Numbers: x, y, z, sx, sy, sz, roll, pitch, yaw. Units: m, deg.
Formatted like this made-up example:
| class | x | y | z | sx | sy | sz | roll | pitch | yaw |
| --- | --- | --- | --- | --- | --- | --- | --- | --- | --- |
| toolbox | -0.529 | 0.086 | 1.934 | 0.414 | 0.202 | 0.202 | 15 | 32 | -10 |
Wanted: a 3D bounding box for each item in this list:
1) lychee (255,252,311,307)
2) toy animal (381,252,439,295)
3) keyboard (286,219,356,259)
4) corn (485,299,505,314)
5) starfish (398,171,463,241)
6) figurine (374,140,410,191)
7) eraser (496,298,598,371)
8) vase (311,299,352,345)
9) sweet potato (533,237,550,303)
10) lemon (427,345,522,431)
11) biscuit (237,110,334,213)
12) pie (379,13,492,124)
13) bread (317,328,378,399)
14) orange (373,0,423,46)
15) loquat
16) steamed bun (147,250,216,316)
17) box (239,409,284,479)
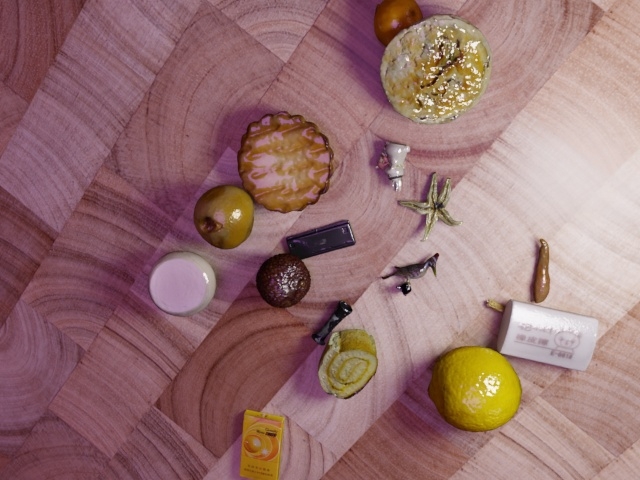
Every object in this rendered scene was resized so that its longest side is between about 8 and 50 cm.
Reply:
| class | x | y | z | sx | sy | sz | roll | pitch | yaw |
| --- | --- | --- | --- | --- | --- | --- | --- | --- | --- |
| lychee | -0.124 | 0.133 | 1.801 | 0.195 | 0.194 | 0.194 | 2 | 103 | 10 |
| toy animal | 0.305 | 0.104 | 1.769 | 0.202 | 0.070 | 0.105 | -37 | 75 | 20 |
| keyboard | 0.000 | 0.000 | 1.823 | 0.230 | 0.025 | 0.093 | -15 | 101 | 14 |
| corn | 0.573 | 0.217 | 1.762 | 0.083 | 0.027 | 0.028 | 31 | 110 | 1 |
| starfish | 0.353 | -0.103 | 1.720 | 0.217 | 0.050 | 0.223 | 18 | 94 | 13 |
| figurine | 0.228 | -0.236 | 1.713 | 0.098 | 0.081 | 0.146 | 32 | 119 | 48 |
| eraser | 0.710 | 0.297 | 1.706 | 0.270 | 0.095 | 0.174 | 13 | 97 | 4 |
| vase | 0.039 | 0.285 | 1.863 | 0.059 | 0.059 | 0.167 | 38 | 107 | 1 |
| sweet potato | 0.695 | 0.095 | 1.697 | 0.050 | 0.050 | 0.214 | 1 | 104 | 11 |
| lemon | 0.485 | 0.466 | 1.711 | 0.293 | 0.293 | 0.292 | 2 | 103 | 10 |
| biscuit | -0.109 | -0.251 | 1.748 | 0.326 | 0.107 | 0.325 | 3 | 103 | 14 |
| pie | 0.336 | -0.482 | 1.562 | 0.339 | 0.077 | 0.339 | -1 | 127 | -1 |
| bread | 0.085 | 0.421 | 1.845 | 0.186 | 0.124 | 0.257 | 24 | 115 | -4 |
| orange | 0.224 | -0.632 | 1.580 | 0.134 | 0.155 | 0.154 | -11 | 104 | 56 |
| loquat | -0.313 | -0.083 | 1.779 | 0.213 | 0.213 | 0.213 | 2 | 103 | 10 |
| steamed bun | -0.476 | 0.146 | 1.886 | 0.232 | 0.145 | 0.231 | 0 | 97 | -2 |
| box | -0.221 | 0.775 | 2.032 | 0.153 | 0.043 | 0.269 | 7 | 105 | 9 |
